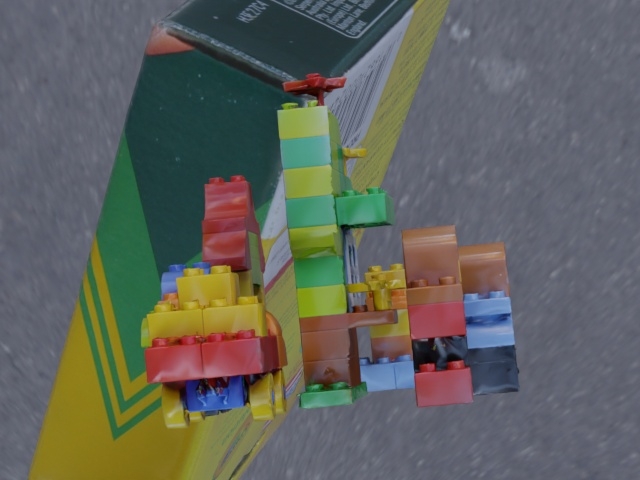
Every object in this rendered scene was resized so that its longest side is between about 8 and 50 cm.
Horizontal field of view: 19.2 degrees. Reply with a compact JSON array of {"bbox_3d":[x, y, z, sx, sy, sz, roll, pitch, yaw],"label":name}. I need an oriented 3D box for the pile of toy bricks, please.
[{"bbox_3d":[0.000,0.000,0.609,0.118,0.212,0.105,-6,88,4],"label":"pile of toy bricks"}]

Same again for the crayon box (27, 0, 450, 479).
[{"bbox_3d":[-0.041,0.007,0.915,0.081,0.319,0.202,26,34,10],"label":"crayon box"}]
